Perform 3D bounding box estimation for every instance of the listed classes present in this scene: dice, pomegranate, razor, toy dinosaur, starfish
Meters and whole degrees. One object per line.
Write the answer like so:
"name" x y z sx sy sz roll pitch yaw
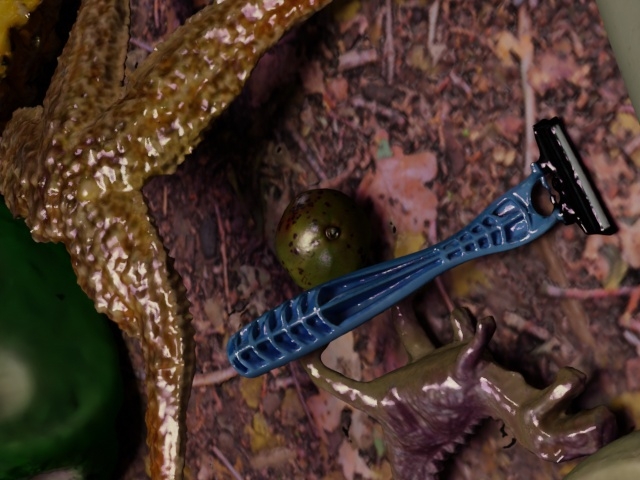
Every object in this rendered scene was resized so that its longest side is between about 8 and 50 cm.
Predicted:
"dice" -0.373 0.139 1.091 0.297 0.287 0.300 -41 64 38
"pomegranate" -0.001 -0.004 0.838 0.084 0.073 0.073 -137 54 -58
"razor" 0.054 0.021 0.739 0.253 0.042 0.082 -29 71 11
"toy dinosaur" 0.068 0.131 0.778 0.200 0.072 0.251 52 120 20
"starfish" -0.133 -0.073 0.892 0.398 0.132 0.383 34 95 50

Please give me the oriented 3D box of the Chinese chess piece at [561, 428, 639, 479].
"Chinese chess piece" 0.213 0.214 0.603 0.250 0.101 0.250 6 99 46

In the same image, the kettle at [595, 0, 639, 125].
"kettle" 0.220 -0.174 0.534 0.240 0.165 0.255 -20 73 16

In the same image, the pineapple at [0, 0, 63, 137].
"pineapple" -0.309 -0.212 1.107 0.344 0.286 0.209 45 169 26
